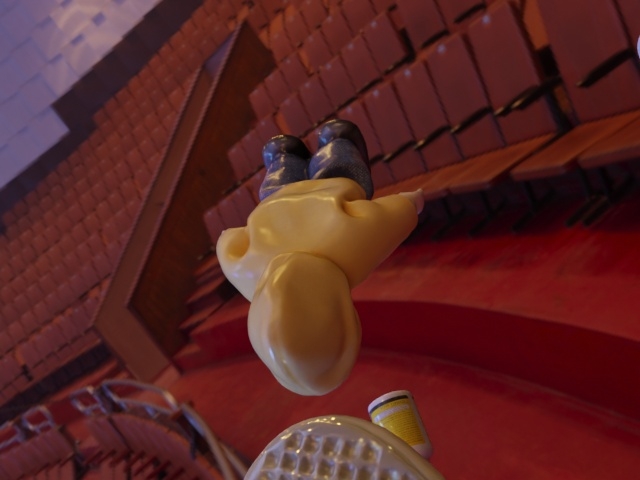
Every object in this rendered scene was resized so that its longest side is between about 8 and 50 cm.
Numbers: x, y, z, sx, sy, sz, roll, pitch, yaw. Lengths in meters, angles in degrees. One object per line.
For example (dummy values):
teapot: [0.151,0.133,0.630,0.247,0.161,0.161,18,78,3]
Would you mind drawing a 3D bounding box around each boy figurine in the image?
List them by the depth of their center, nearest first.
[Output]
boy figurine: [0.000,0.000,0.620,0.177,0.092,0.285,-15,33,10]

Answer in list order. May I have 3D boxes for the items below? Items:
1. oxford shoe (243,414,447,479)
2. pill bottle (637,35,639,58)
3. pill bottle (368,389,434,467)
oxford shoe: [0.100,0.293,0.386,0.169,0.449,0.130,-40,-19,10]
pill bottle: [0.385,-0.231,0.701,0.194,0.108,0.108,-55,9,-6]
pill bottle: [0.110,0.262,1.013,0.065,0.116,0.065,-15,-32,-10]
